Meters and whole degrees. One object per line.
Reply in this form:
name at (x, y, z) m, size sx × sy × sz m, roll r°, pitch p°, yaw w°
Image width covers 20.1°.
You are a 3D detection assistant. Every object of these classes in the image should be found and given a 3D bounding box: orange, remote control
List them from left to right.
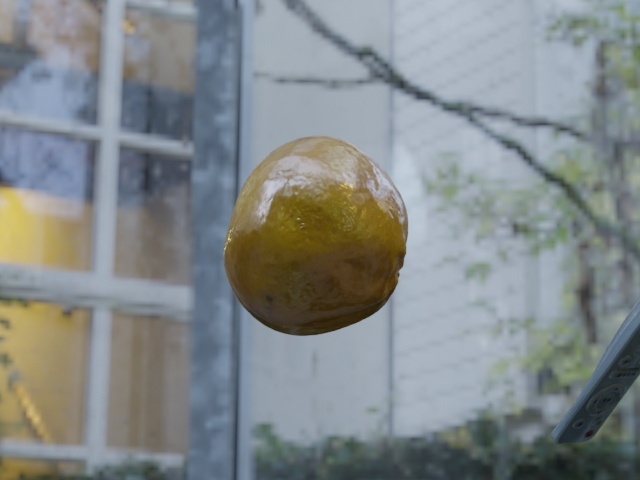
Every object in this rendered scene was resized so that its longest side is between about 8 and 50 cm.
orange at (0.000, 0.000, 1.400) m, size 0.136 × 0.159 × 0.159 m, roll 22°, pitch -13°, yaw 9°
remote control at (0.249, 0.099, 1.498) m, size 0.050 × 0.027 × 0.184 m, roll 1°, pitch -49°, yaw -39°
